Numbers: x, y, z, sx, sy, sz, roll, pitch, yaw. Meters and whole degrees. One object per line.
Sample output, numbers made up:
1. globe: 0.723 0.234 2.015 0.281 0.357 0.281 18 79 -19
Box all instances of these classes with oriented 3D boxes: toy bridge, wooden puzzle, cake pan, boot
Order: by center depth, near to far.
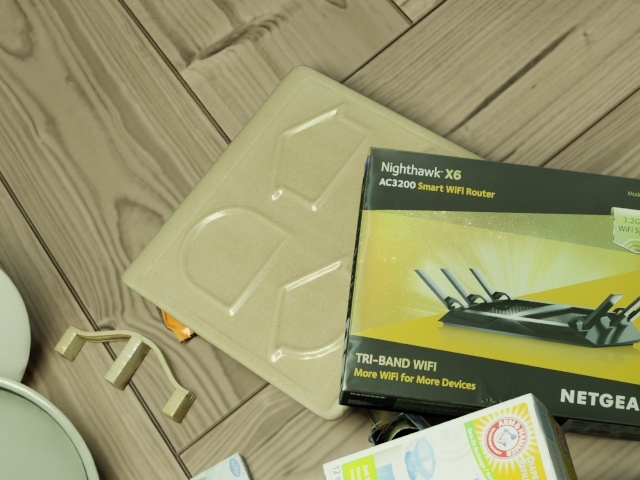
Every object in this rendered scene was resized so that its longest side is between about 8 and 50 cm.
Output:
1. boot: 0.087 0.176 1.505 0.082 0.106 0.219 -37 58 4
2. cake pan: -0.370 0.281 1.605 0.293 0.054 0.293 0 90 2
3. wooden puzzle: 0.000 0.000 1.637 0.348 0.080 0.322 30 75 36
4. toy bridge: -0.213 0.134 1.697 0.188 0.026 0.063 26 75 30

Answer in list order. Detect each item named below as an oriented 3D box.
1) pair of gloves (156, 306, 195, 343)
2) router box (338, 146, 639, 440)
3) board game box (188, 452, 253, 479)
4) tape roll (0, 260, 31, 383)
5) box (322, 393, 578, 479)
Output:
1. pair of gloves: -0.141 0.069 1.707 0.083 0.010 0.074 -35 57 1
2. router box: 0.182 0.052 1.462 0.309 0.081 0.242 6 73 -1
3. board game box: -0.105 0.280 1.586 0.090 0.020 0.090 -30 58 7
4. tape roll: -0.499 0.130 1.601 0.392 0.392 0.072 -39 50 1
5. box: 0.121 0.229 1.337 0.203 0.103 0.114 -21 57 15
